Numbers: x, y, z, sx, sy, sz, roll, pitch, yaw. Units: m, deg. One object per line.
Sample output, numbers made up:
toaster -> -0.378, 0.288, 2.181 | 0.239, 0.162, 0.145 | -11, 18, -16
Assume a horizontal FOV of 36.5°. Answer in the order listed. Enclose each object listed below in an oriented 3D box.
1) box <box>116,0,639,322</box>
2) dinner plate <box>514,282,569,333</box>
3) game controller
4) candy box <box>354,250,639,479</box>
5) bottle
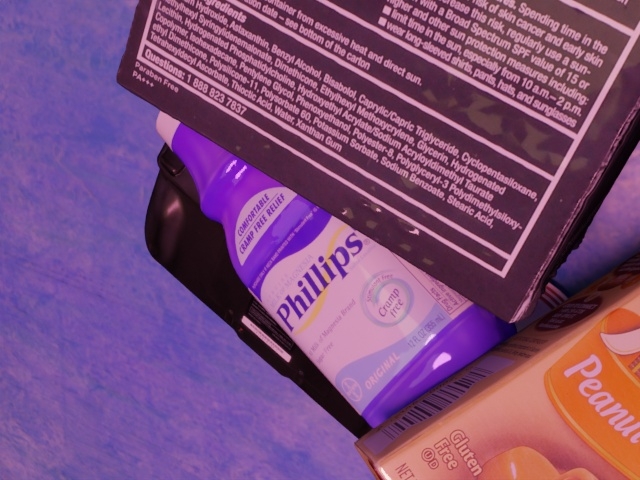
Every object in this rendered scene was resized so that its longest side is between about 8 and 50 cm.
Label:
box -> 0.076, -0.169, 0.562 | 0.296, 0.183, 0.294 | 32, 124, 15
dinner plate -> 0.137, 0.082, 0.727 | 0.141, 0.017, 0.141 | 12, 115, 26
game controller -> -0.018, 0.037, 0.775 | 0.319, 0.067, 0.166 | 40, 140, 17
candy box -> 0.201, 0.109, 0.546 | 0.316, 0.087, 0.183 | -32, 92, -6
bottle -> 0.000, 0.000, 0.658 | 0.283, 0.092, 0.118 | 48, 116, 15
